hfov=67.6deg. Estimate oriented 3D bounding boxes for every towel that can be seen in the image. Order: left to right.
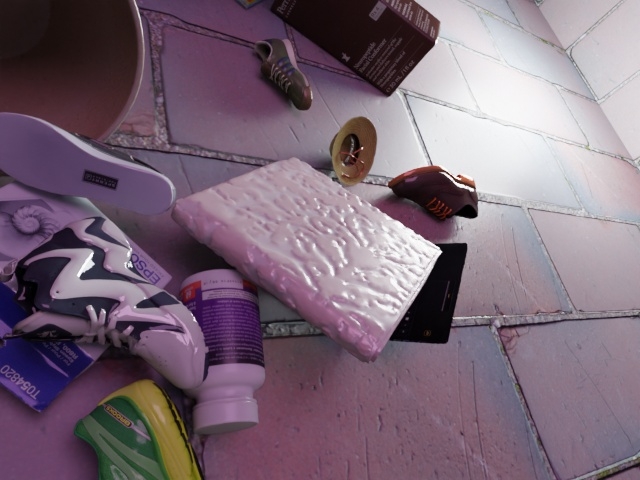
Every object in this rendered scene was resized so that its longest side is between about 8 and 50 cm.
[{"bbox_3d":[0.000,0.000,0.728,0.331,0.053,0.317,34,33,13],"label":"towel"}]

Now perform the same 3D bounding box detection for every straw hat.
[{"bbox_3d":[0.052,-0.191,1.000,0.144,0.145,0.061,-15,30,-40],"label":"straw hat"}]

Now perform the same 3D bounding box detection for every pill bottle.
[{"bbox_3d":[-0.129,0.145,0.627,0.108,0.108,0.194,9,56,-30],"label":"pill bottle"}]

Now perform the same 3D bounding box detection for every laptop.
[{"bbox_3d":[0.098,0.041,0.832,0.234,0.264,0.137,-62,139,-42],"label":"laptop"}]

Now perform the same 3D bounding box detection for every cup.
[{"bbox_3d":[-0.421,-0.281,0.602,0.331,0.331,0.237,-2,35,-36],"label":"cup"}]

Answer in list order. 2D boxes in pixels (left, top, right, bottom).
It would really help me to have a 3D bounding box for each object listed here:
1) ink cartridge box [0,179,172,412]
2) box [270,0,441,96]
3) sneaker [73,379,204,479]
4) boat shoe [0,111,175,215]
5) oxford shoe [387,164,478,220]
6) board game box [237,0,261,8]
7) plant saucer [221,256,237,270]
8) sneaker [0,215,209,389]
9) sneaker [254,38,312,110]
[{"bbox_3d":[-0.324,0.042,0.563,0.223,0.045,0.224,45,38,-12],"label":"ink cartridge box"},{"bbox_3d":[0.092,-0.561,1.192,0.381,0.191,0.143,32,48,-13],"label":"box"},{"bbox_3d":[-0.178,0.304,0.510,0.123,0.109,0.296,-21,77,-13],"label":"sneaker"},{"bbox_3d":[-0.298,-0.098,0.609,0.228,0.080,0.076,17,12,-22],"label":"boat shoe"},{"bbox_3d":[0.267,-0.101,1.077,0.271,0.097,0.098,2,66,-34],"label":"oxford shoe"},{"bbox_3d":[-0.131,-0.694,1.066,0.142,0.275,0.144,40,46,-6],"label":"board game box"},{"bbox_3d":[-0.092,-0.003,0.789,0.198,0.036,0.199,17,48,-19],"label":"plant saucer"},{"bbox_3d":[-0.237,0.092,0.507,0.235,0.094,0.153,55,39,-1],"label":"sneaker"},{"bbox_3d":[-0.088,-0.358,1.026,0.086,0.064,0.192,-7,65,-29],"label":"sneaker"}]
